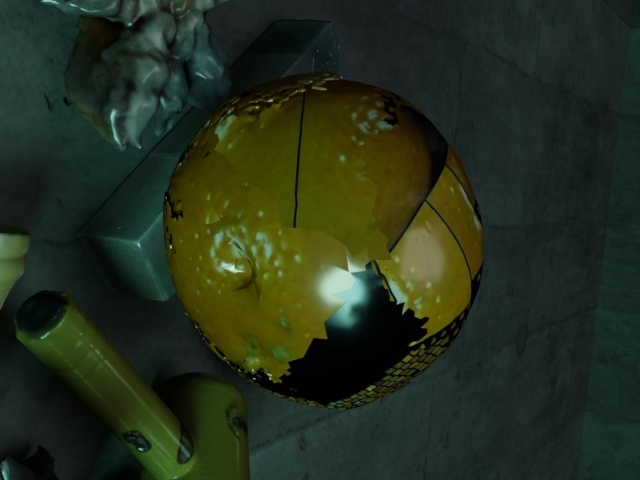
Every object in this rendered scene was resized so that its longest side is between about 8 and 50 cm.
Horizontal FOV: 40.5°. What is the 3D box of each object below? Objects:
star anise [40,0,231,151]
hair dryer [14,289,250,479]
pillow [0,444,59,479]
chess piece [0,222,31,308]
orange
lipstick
[{"bbox_3d":[-0.118,-0.171,0.629,0.229,0.093,0.236,55,48,-49],"label":"star anise"},{"bbox_3d":[-0.130,0.122,0.639,0.279,0.090,0.135,64,15,-44],"label":"hair dryer"},{"bbox_3d":[-0.206,0.282,0.483,0.228,0.101,0.326,139,-27,-71],"label":"pillow"},{"bbox_3d":[-0.224,0.048,0.536,0.066,0.066,0.122,7,96,-60],"label":"chess piece"},{"bbox_3d":[0.000,0.000,0.601,0.182,0.234,0.234,-7,103,-48],"label":"orange"},{"bbox_3d":[-0.078,-0.083,0.744,0.317,0.068,0.066,-56,142,-38],"label":"lipstick"}]
